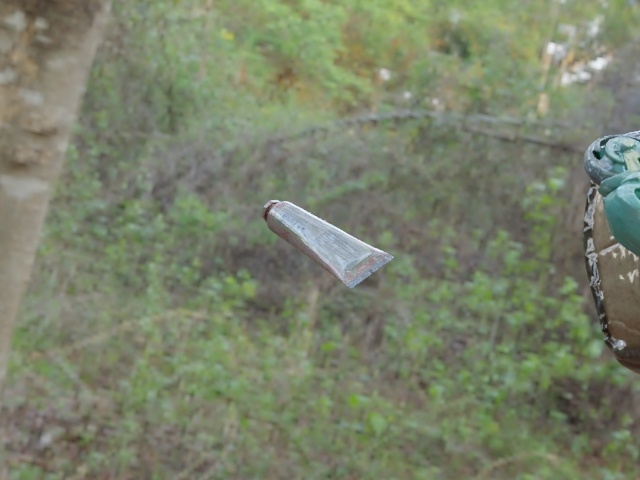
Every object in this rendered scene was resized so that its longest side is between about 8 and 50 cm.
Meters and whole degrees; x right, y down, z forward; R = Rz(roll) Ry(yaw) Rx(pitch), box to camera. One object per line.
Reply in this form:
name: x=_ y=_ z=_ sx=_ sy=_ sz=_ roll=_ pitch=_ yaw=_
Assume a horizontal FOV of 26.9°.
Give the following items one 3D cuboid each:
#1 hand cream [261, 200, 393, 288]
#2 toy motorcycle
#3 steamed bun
hand cream: x=0.000 y=0.000 z=1.629 sx=0.210 sy=0.067 sz=0.043 roll=33 pitch=-32 yaw=47
toy motorcycle: x=0.406 y=-0.029 z=1.354 sx=0.297 sy=0.109 sz=0.198 roll=12 pitch=43 yaw=13
steamed bun: x=0.461 y=0.014 z=1.593 sx=0.199 sy=0.301 sz=0.252 roll=18 pitch=-23 yaw=-39
